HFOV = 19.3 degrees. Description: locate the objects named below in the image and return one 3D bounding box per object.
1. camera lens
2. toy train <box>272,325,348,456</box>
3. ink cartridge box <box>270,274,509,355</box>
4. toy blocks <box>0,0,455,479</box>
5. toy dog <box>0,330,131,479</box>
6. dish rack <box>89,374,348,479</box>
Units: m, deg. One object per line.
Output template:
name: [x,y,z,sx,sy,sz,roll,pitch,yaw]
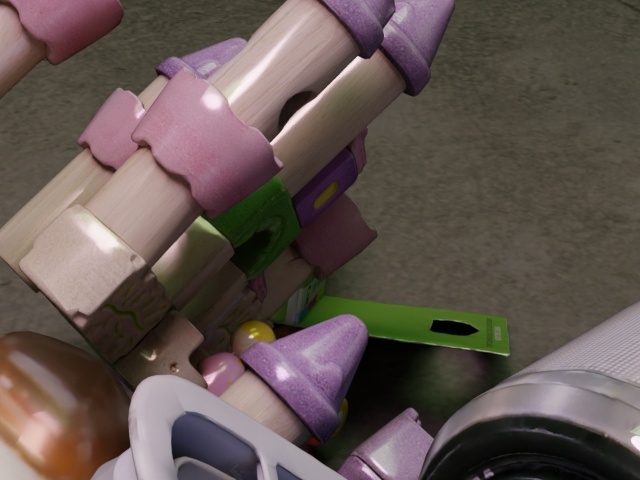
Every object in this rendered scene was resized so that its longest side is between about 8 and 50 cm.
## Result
camera lens: [0.196,0.135,0.945,0.219,0.219,0.274,28,36,33]
toy train: [-0.050,0.091,1.157,0.125,0.046,0.166,-2,27,-12]
ink cartridge box: [0.000,0.000,1.207,0.255,0.097,0.189,8,5,4]
toy blocks: [-0.010,-0.023,0.957,0.260,0.288,0.309,-44,74,-8]
toy dog: [-0.238,0.181,0.745,0.408,0.285,0.395,-8,39,-45]
dish rack: [0.021,0.232,0.687,0.285,0.072,0.333,39,23,-44]
